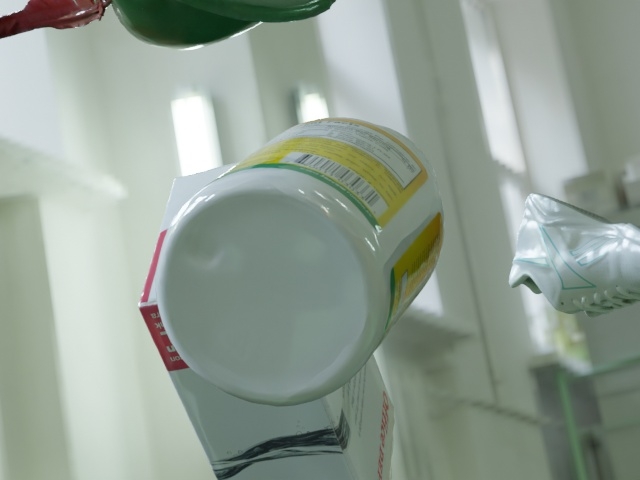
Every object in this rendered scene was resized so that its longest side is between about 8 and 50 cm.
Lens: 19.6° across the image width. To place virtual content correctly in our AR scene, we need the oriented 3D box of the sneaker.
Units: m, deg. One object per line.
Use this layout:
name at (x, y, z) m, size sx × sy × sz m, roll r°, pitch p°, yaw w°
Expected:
sneaker at (0.163, 0.018, 1.034) m, size 0.053 × 0.061 × 0.152 m, roll 21°, pitch 0°, yaw -34°

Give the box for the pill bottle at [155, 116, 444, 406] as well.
pill bottle at (0.000, 0.000, 0.967) m, size 0.117 × 0.117 × 0.208 m, roll -16°, pitch 10°, yaw 19°

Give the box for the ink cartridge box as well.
ink cartridge box at (-0.030, 0.084, 1.290) m, size 0.100 × 0.172 × 0.237 m, roll -14°, pitch -61°, yaw 13°

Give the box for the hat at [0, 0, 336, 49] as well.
hat at (-0.103, -0.124, 1.131) m, size 0.173 × 0.208 × 0.183 m, roll 10°, pitch -54°, yaw -23°
